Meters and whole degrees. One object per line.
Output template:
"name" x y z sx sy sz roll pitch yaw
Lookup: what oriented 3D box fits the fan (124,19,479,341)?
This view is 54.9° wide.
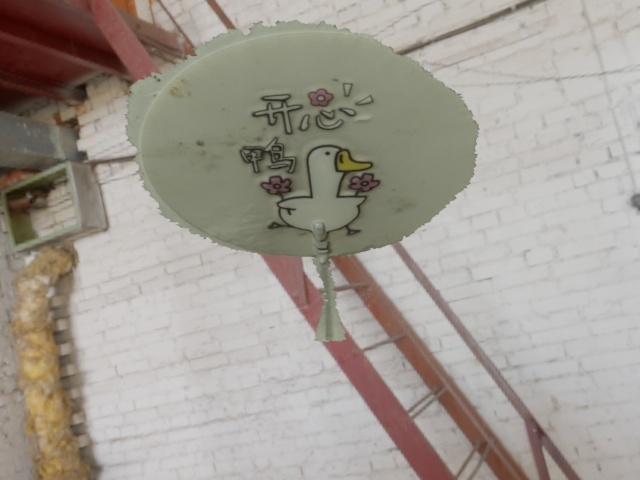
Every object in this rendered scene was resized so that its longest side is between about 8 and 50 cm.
"fan" 0.000 0.001 0.488 0.232 0.012 0.415 -3 -33 6
